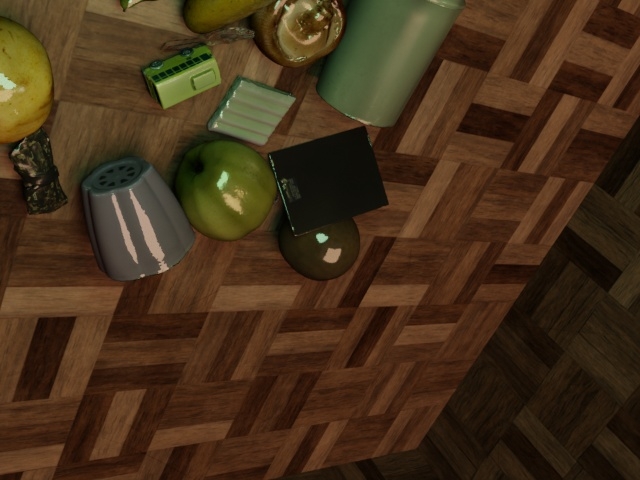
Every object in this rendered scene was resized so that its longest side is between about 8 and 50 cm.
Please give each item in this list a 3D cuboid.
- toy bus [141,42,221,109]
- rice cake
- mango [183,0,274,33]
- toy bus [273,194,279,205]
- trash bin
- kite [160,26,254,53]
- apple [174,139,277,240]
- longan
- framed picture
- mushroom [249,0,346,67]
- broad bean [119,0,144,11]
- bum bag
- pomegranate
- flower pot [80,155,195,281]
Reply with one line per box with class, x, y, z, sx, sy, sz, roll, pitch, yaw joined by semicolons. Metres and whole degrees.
toy bus;-0.329;-0.396;1.834;0.175;0.101;0.088;-28;140;-17
rice cake;-0.184;-0.345;2.048;0.198;0.037;0.189;20;112;-47
mango;-0.185;-0.581;1.694;0.329;0.176;0.176;-27;169;15
toy bus;-0.177;-0.141;2.247;0.052;0.037;0.130;-49;141;7
trash bin;0.181;-0.539;1.976;0.280;0.280;0.432;0;130;-39
kite;-0.267;-0.470;1.779;0.229;0.016;0.127;-10;178;4
apple;-0.258;-0.133;2.046;0.279;0.279;0.279;-22;138;-21
longan;0.000;0.000;2.370;0.258;0.258;0.258;-22;138;-21
framed picture;0.030;-0.180;2.266;0.338;0.014;0.256;-20;95;-25
mushroom;-0.057;-0.544;1.866;0.253;0.153;0.253;-15;134;-16
broad bean;-0.311;-0.607;1.676;0.325;0.067;0.075;-41;105;-9
bum bag;-0.673;-0.154;1.810;0.248;0.069;0.102;87;26;-43
pomegranate;-0.660;-0.319;1.511;0.264;0.264;0.264;-22;138;-21
flower pot;-0.471;-0.067;1.917;0.265;0.265;0.243;-25;128;-18
